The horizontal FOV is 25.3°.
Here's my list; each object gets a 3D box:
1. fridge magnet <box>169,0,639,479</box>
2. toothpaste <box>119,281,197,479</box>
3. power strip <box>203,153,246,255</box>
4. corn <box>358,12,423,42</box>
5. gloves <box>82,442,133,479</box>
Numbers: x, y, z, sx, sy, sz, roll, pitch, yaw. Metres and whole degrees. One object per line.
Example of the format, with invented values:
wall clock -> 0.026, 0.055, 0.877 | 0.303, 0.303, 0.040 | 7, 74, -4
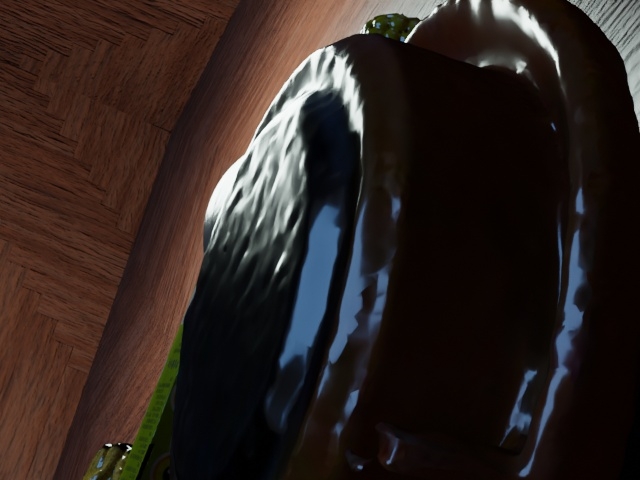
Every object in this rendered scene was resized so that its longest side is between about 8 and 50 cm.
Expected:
fridge magnet -> 0.031, 0.048, 0.675 | 0.363, 0.155, 0.363 | -165, 90, -73
toothpaste -> -0.093, 0.170, 1.150 | 0.327, 0.110, 0.077 | -70, 13, -11
power strip -> 0.000, 0.000, 0.968 | 0.154, 0.154, 0.078 | -69, 14, -10
corn -> 0.011, -0.026, 1.084 | 0.101, 0.101, 0.310 | 158, 132, -74
gloves -> -0.224, 0.356, 1.285 | 0.203, 0.155, 0.356 | 123, 162, -56
